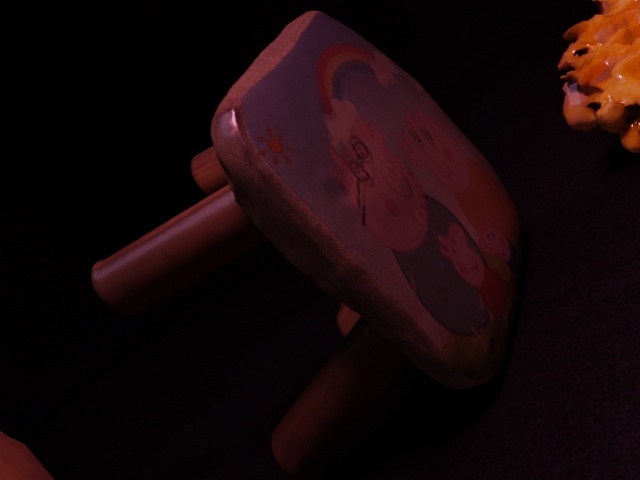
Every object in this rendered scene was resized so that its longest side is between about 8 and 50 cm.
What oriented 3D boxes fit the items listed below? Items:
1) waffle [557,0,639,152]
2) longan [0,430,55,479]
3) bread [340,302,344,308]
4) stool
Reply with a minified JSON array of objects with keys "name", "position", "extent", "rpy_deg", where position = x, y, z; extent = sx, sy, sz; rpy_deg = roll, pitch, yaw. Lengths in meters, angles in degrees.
[{"name":"waffle","position":[0.384,-0.229,1.073],"extent":[0.382,0.095,0.380],"rpy_deg":[-36,15,25]},{"name":"longan","position":[-0.350,0.301,0.866],"extent":[0.404,0.404,0.436],"rpy_deg":[-51,-14,-29]},{"name":"bread","position":[0.096,0.009,1.331],"extent":[0.088,0.049,0.226],"rpy_deg":[-35,14,39]},{"name":"stool","position":[0.000,0.000,1.054],"extent":[0.226,0.310,0.310],"rpy_deg":[-38,11,30]}]
